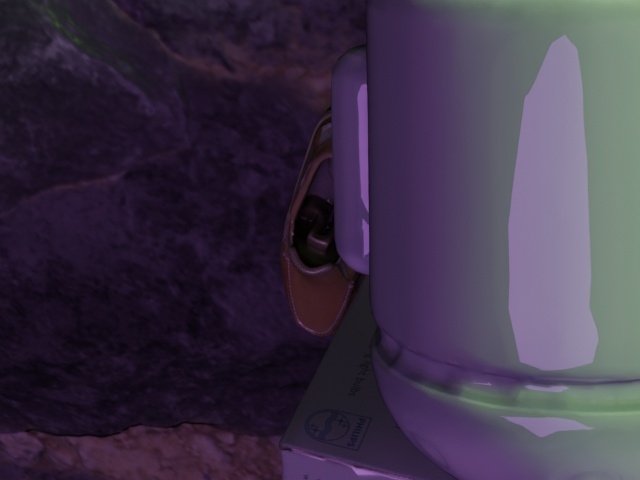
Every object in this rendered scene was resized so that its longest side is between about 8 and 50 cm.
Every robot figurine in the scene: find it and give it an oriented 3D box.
[{"bbox_3d":[0.123,-0.020,0.711,0.300,0.200,0.353,15,112,43],"label":"robot figurine"}]

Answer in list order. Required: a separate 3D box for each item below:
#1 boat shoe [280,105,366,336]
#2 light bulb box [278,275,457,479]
[{"bbox_3d":[0.000,0.000,0.963,0.068,0.072,0.190,16,131,13],"label":"boat shoe"},{"bbox_3d":[0.177,0.227,0.961,0.361,0.225,0.357,12,130,15],"label":"light bulb box"}]
